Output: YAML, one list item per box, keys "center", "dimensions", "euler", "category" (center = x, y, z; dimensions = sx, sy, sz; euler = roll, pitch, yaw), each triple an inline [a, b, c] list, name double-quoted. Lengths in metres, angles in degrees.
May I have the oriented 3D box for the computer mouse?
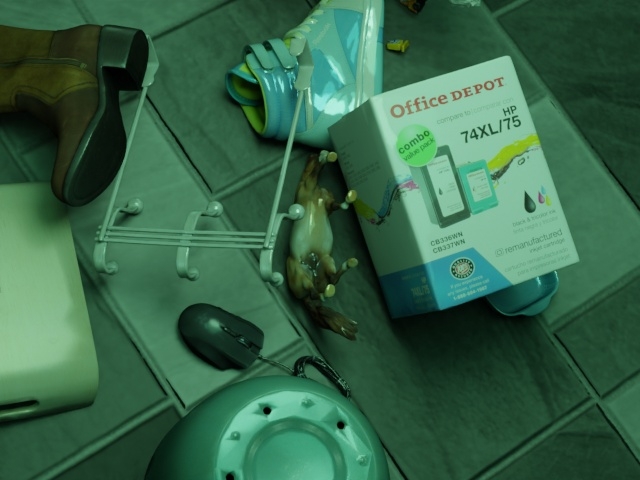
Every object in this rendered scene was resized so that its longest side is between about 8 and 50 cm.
- center: [-0.069, 0.147, 1.726]
  dimensions: [0.242, 0.041, 0.071]
  euler: [25, 65, -3]
  category: "computer mouse"

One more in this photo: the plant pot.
- center: [-0.051, 0.286, 1.569]
  dimensions: [0.293, 0.235, 0.293]
  euler: [5, 67, -11]
  category: "plant pot"

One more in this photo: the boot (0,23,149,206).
- center: [-0.379, -0.167, 1.698]
  dimensions: [0.280, 0.096, 0.264]
  euler: [4, 69, 16]
  category: "boot"

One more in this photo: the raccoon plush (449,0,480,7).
- center: [-0.029, -0.387, 1.820]
  dimensions: [0.446, 0.299, 0.216]
  euler: [47, 51, 1]
  category: "raccoon plush"

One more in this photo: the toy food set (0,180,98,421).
- center: [-0.408, 0.071, 1.661]
  dimensions: [0.220, 0.092, 0.306]
  euler: [-6, 71, -28]
  category: "toy food set"

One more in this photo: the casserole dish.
- center: [0.242, 0.023, 1.852]
  dimensions: [0.114, 0.037, 0.188]
  euler: [-27, 78, -22]
  category: "casserole dish"

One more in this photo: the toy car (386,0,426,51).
- center: [0.117, -0.331, 1.954]
  dimensions: [0.040, 0.060, 0.122]
  euler: [9, 55, 25]
  category: "toy car"

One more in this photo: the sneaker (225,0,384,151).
- center: [-0.025, -0.274, 1.858]
  dimensions: [0.208, 0.127, 0.319]
  euler: [5, 67, -13]
  category: "sneaker"

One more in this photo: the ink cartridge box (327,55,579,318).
- center: [0.161, -0.063, 1.710]
  dimensions: [0.198, 0.197, 0.270]
  euler: [-19, 89, -16]
  category: "ink cartridge box"

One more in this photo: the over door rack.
- center: [-0.138, -0.097, 1.724]
  dimensions: [0.239, 0.108, 0.324]
  euler: [3, 68, 13]
  category: "over door rack"

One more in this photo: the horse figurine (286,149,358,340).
- center: [0.000, 0.000, 1.751]
  dimensions: [0.066, 0.174, 0.263]
  euler: [2, 82, -20]
  category: "horse figurine"
